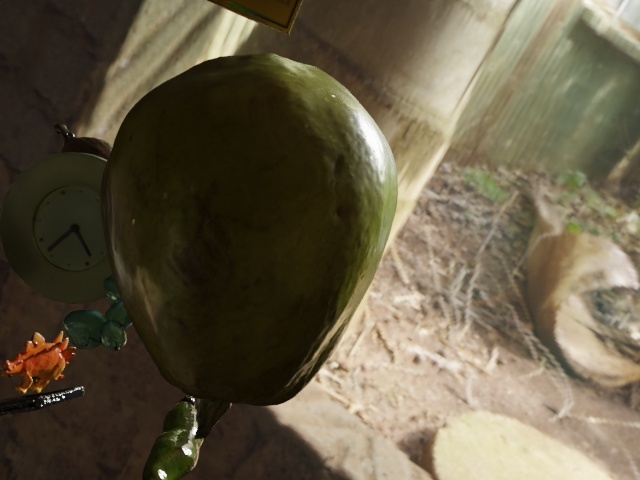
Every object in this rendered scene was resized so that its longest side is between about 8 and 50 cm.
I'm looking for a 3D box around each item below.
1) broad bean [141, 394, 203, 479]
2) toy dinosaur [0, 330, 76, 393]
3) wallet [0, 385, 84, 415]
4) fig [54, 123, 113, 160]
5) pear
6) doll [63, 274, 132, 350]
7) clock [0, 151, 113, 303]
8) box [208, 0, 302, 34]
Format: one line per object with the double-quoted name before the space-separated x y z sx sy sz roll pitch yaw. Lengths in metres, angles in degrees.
"broad bean" -0.237 0.340 1.530 0.077 0.061 0.339 35 10 -7
"toy dinosaur" -0.516 0.225 1.734 0.070 0.117 0.288 35 -1 13
"wallet" -0.500 0.262 1.435 0.124 0.244 0.025 -5 81 -69
"fig" -0.433 -0.133 1.730 0.274 0.146 0.170 54 -9 27
"pear" -0.073 -0.001 0.864 0.288 0.375 0.287 10 -12 2
"doll" -0.266 0.104 1.322 0.159 0.059 0.159 15 40 34
"clock" -0.375 -0.019 1.410 0.235 0.235 0.029 30 8 4
"box" -0.102 -0.621 1.988 0.193 0.301 0.084 20 11 -16
